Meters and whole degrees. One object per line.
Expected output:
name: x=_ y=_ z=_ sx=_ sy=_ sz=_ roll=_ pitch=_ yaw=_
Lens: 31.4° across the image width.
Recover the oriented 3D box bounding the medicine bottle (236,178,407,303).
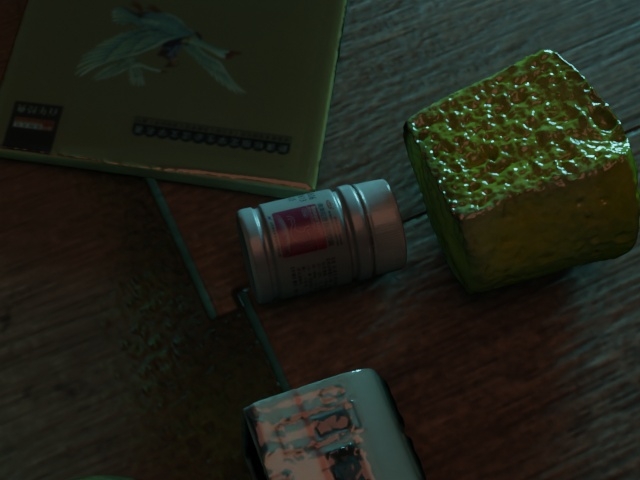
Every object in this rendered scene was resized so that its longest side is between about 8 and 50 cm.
medicine bottle: x=0.000 y=0.000 z=0.678 sx=0.091 sy=0.058 sz=0.058 roll=-13 pitch=65 yaw=-8

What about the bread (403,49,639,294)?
bread: x=0.119 y=-0.034 z=0.670 sx=0.114 sy=0.111 sz=0.129 roll=-18 pitch=48 yaw=-5

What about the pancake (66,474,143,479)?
pancake: x=-0.126 y=0.235 z=0.565 sx=0.242 sy=0.050 sz=0.242 roll=0 pitch=65 yaw=-1

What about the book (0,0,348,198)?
book: x=-0.087 y=-0.178 z=0.784 sx=0.217 sy=0.021 sz=0.310 roll=8 pitch=64 yaw=2

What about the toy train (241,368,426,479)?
toy train: x=0.065 y=0.261 z=0.540 sx=0.088 sy=0.086 sz=0.407 roll=-16 pitch=66 yaw=-12
